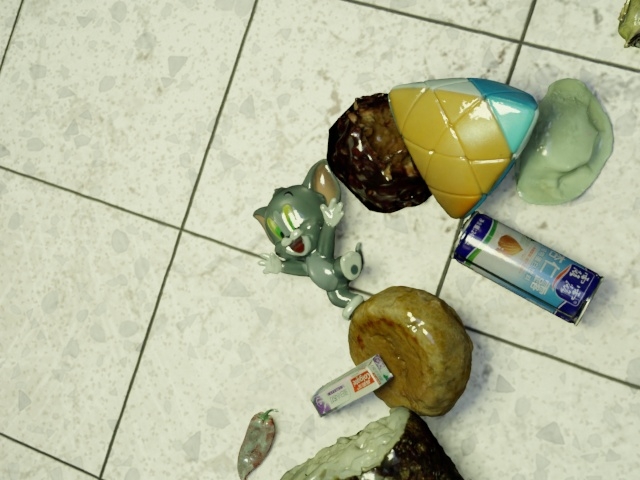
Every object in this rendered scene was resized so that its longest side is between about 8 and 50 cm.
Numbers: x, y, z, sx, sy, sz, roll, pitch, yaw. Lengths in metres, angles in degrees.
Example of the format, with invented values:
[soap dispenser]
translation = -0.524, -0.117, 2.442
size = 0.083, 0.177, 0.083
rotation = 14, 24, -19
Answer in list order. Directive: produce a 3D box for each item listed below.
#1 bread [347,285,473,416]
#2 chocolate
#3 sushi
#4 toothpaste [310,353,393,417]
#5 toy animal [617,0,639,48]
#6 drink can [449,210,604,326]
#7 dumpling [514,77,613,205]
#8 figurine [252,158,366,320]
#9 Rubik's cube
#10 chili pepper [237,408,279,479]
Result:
[bread]
translation = 0.152, 0.175, 1.449
size = 0.230, 0.123, 0.230
rotation = 27, 132, 34
[chocolate]
translation = 0.106, -0.166, 1.493
size = 0.206, 0.177, 0.224
rotation = -44, 77, 8
[sushi]
translation = 0.059, 0.425, 1.401
size = 0.348, 0.234, 0.207
rotation = -33, 96, 34
[toothpaste]
translation = 0.047, 0.246, 1.483
size = 0.047, 0.040, 0.196
rotation = 57, 141, 5
[toy animal]
translation = 0.530, -0.346, 1.420
size = 0.098, 0.098, 0.137
rotation = 7, 52, 16
[drink can]
translation = 0.336, 0.044, 1.450
size = 0.235, 0.097, 0.097
rotation = 30, 94, 17
[dumpling]
translation = 0.396, -0.158, 1.444
size = 0.152, 0.108, 0.219
rotation = 19, 93, 17
[figurine]
translation = 0.004, 0.002, 1.530
size = 0.265, 0.140, 0.193
rotation = 44, 121, 3
[Rubik's cube]
translation = 0.228, -0.205, 1.448
size = 0.254, 0.254, 0.254
rotation = -1, 85, 16
[chili pepper]
translation = -0.114, 0.361, 1.580
size = 0.050, 0.041, 0.153
rotation = 32, 111, 36
